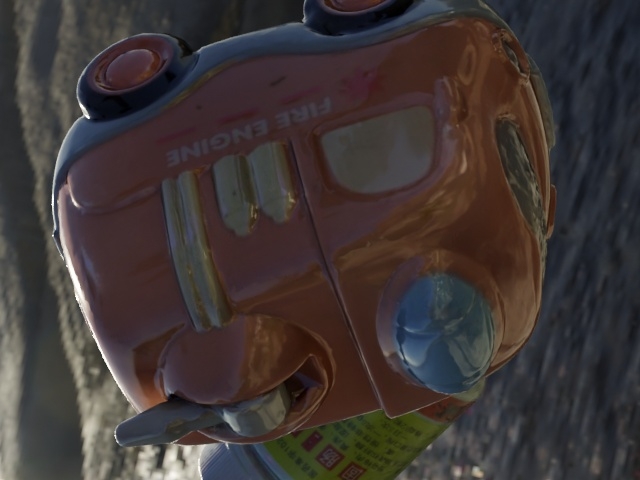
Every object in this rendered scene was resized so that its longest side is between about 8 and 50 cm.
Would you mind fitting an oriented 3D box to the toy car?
[{"bbox_3d":[0.000,0.000,0.695,0.212,0.270,0.180,-104,-6,-48],"label":"toy car"}]

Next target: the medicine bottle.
[{"bbox_3d":[0.016,0.142,1.127,0.225,0.139,0.139,-46,28,18],"label":"medicine bottle"}]
